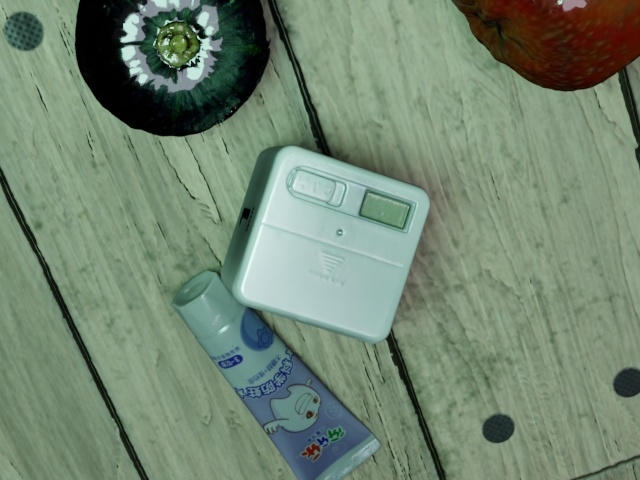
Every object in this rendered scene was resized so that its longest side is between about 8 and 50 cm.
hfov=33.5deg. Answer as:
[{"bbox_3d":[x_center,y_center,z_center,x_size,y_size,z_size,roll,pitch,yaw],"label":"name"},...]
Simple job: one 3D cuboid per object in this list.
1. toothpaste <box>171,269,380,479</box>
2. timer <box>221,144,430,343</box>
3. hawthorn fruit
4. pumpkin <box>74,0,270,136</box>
[{"bbox_3d":[-0.062,0.196,1.455,0.125,0.080,0.371,-38,115,-3],"label":"toothpaste"},{"bbox_3d":[0.000,0.000,1.300,0.192,0.195,0.194,18,90,-11],"label":"timer"},{"bbox_3d":[0.290,-0.313,1.207,0.300,0.275,0.275,-19,110,10],"label":"hawthorn fruit"},{"bbox_3d":[-0.174,-0.238,1.241,0.233,0.163,0.233,-2,110,-7],"label":"pumpkin"}]
